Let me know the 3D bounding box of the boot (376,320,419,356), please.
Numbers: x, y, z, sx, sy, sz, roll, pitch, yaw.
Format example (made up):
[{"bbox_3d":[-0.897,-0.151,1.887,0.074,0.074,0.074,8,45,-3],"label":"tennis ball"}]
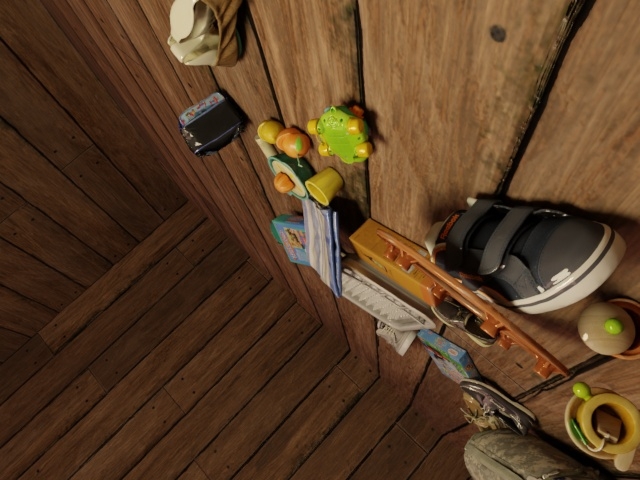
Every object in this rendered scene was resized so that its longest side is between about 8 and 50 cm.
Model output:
[{"bbox_3d":[0.235,0.303,1.523,0.123,0.095,0.258,35,166,12],"label":"boot"}]

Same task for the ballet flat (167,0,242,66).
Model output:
[{"bbox_3d":[-0.196,-0.363,0.790,0.116,0.124,0.342,48,167,-9],"label":"ballet flat"}]

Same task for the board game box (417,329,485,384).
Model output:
[{"bbox_3d":[0.382,0.352,1.358,0.160,0.039,0.211,26,157,54],"label":"board game box"}]

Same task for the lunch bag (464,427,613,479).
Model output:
[{"bbox_3d":[0.534,0.608,1.172,0.256,0.213,0.305,26,173,-15],"label":"lunch bag"}]

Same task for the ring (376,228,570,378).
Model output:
[{"bbox_3d":[0.212,0.094,0.710,0.336,0.032,0.336,37,-178,-2],"label":"ring"}]

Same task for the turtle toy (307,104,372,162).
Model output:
[{"bbox_3d":[0.044,-0.170,0.762,0.095,0.066,0.130,8,150,30],"label":"turtle toy"}]

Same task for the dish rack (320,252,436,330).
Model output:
[{"bbox_3d":[0.149,0.130,1.230,0.285,0.072,0.333,32,164,0],"label":"dish rack"}]

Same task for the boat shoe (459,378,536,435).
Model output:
[{"bbox_3d":[0.459,0.440,1.252,0.206,0.065,0.075,27,154,22],"label":"boat shoe"}]

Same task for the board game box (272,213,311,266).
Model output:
[{"bbox_3d":[-0.045,0.003,1.439,0.210,0.047,0.160,10,130,50],"label":"board game box"}]

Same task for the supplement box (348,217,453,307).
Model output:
[{"bbox_3d":[0.169,0.042,0.997,0.233,0.080,0.078,32,161,39],"label":"supplement box"}]

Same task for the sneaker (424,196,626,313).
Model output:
[{"bbox_3d":[0.230,0.013,0.620,0.127,0.126,0.321,40,169,-3],"label":"sneaker"}]

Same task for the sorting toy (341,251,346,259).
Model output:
[{"bbox_3d":[0.114,0.113,1.452,0.208,0.038,0.193,36,164,36],"label":"sorting toy"}]

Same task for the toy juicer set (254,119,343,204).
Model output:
[{"bbox_3d":[-0.093,-0.178,1.105,0.209,0.089,0.329,51,166,-22],"label":"toy juicer set"}]

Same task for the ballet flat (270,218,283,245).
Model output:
[{"bbox_3d":[-0.092,-0.005,1.644,0.077,0.091,0.241,27,-174,-43],"label":"ballet flat"}]

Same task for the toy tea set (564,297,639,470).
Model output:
[{"bbox_3d":[0.417,0.221,0.534,0.336,0.200,0.124,47,176,18],"label":"toy tea set"}]

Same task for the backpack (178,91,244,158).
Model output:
[{"bbox_3d":[-0.278,-0.290,1.217,0.117,0.158,0.173,56,177,-10],"label":"backpack"}]

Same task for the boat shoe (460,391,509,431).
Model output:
[{"bbox_3d":[0.524,0.572,1.469,0.285,0.089,0.104,50,166,-16],"label":"boat shoe"}]

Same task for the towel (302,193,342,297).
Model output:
[{"bbox_3d":[0.000,0.000,1.145,0.285,0.034,0.209,-135,39,-72],"label":"towel"}]

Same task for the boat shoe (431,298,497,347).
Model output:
[{"bbox_3d":[0.310,0.168,1.009,0.152,0.056,0.049,32,159,15],"label":"boat shoe"}]
